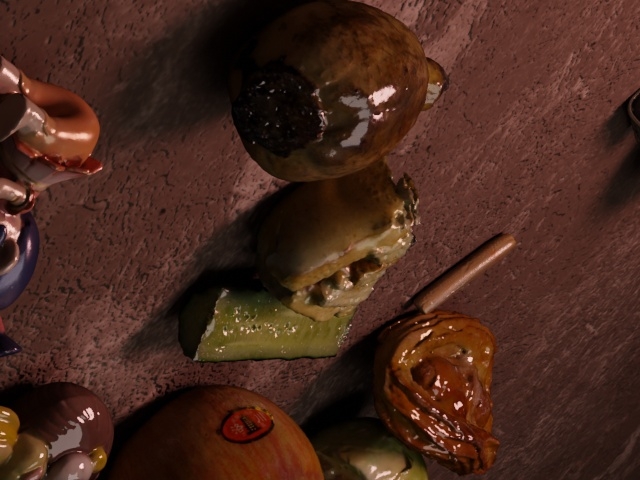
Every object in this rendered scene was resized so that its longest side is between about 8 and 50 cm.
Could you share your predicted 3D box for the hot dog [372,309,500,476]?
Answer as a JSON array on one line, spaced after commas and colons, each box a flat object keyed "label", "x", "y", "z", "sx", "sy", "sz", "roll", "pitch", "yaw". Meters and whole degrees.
[{"label": "hot dog", "x": 0.140, "y": 0.167, "z": 2.118, "sx": 0.114, "sy": 0.175, "sz": 0.259, "roll": -4, "pitch": 167, "yaw": 15}]

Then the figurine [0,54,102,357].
[{"label": "figurine", "x": -0.211, "y": -0.016, "z": 1.242, "sx": 0.102, "sy": 0.111, "sz": 0.195, "roll": 19, "pitch": 120, "yaw": -42}]

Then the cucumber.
[{"label": "cucumber", "x": -0.055, "y": 0.066, "z": 1.743, "sx": 0.211, "sy": 0.062, "sz": 0.078, "roll": 4, "pitch": 109, "yaw": -52}]

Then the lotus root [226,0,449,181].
[{"label": "lotus root", "x": 0.015, "y": -0.110, "z": 1.422, "sx": 0.214, "sy": 0.138, "sz": 0.138, "roll": -9, "pitch": 142, "yaw": -55}]

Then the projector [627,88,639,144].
[{"label": "projector", "x": 0.380, "y": -0.128, "z": 2.051, "sx": 0.083, "sy": 0.083, "sz": 0.082, "roll": -40, "pitch": 159, "yaw": 0}]

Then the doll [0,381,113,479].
[{"label": "doll", "x": -0.252, "y": 0.180, "z": 1.578, "sx": 0.188, "sy": 0.096, "sz": 0.145, "roll": -4, "pitch": 132, "yaw": -42}]

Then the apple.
[{"label": "apple", "x": -0.097, "y": 0.245, "z": 1.830, "sx": 0.211, "sy": 0.188, "sz": 0.211, "roll": -37, "pitch": 157, "yaw": -19}]

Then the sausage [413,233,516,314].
[{"label": "sausage", "x": 0.156, "y": 0.034, "z": 2.067, "sx": 0.132, "sy": 0.024, "sz": 0.024, "roll": -37, "pitch": 158, "yaw": -13}]

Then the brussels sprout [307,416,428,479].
[{"label": "brussels sprout", "x": 0.053, "y": 0.256, "z": 2.169, "sx": 0.122, "sy": 0.151, "sz": 0.149, "roll": -46, "pitch": 171, "yaw": -38}]

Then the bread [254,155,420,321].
[{"label": "bread", "x": 0.001, "y": -0.004, "z": 1.651, "sx": 0.110, "sy": 0.103, "sz": 0.156, "roll": 1, "pitch": 130, "yaw": -43}]
